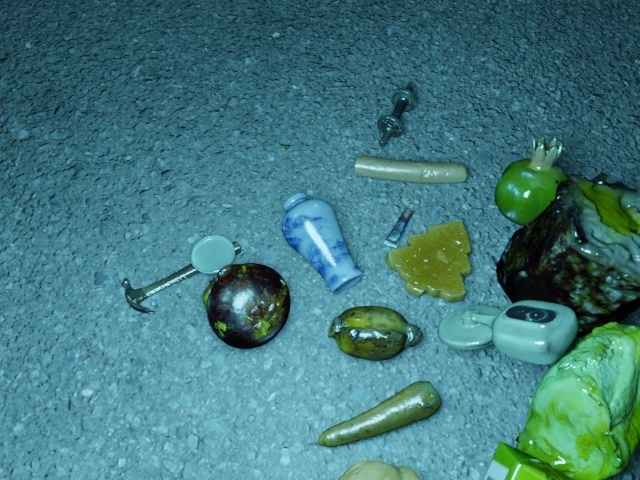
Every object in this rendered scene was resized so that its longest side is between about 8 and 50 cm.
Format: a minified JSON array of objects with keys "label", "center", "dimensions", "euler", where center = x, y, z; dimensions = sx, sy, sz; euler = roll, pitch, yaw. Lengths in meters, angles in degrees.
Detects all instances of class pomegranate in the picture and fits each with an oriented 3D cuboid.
[{"label":"pomegranate","center":[0.531,-0.145,1.372],"dimensions":[0.187,0.225,0.187],"euler":[2,34,-1]}]

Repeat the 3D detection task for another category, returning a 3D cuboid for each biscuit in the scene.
[{"label":"biscuit","center":[0.287,0.043,1.367],"dimensions":[0.212,0.041,0.238],"euler":[30,63,23]}]

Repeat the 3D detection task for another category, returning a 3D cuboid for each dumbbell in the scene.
[{"label":"dumbbell","center":[0.220,-0.363,1.584],"dimensions":[0.082,0.081,0.254],"euler":[20,62,12]}]

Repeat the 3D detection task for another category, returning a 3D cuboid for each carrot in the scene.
[{"label":"carrot","center":[0.110,0.377,1.159],"dimensions":[0.298,0.078,0.078],"euler":[-21,61,-5]}]

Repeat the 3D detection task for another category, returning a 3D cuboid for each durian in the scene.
[{"label":"durian","center":[0.543,0.314,1.092],"dimensions":[0.340,0.256,0.204],"euler":[-32,45,-25]}]

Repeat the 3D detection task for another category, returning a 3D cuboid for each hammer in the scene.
[{"label":"hammer","center":[-0.330,0.078,1.353],"dimensions":[0.297,0.027,0.125],"euler":[-28,63,-16]}]

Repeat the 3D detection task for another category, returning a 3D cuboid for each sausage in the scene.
[{"label":"sausage","center":[0.242,-0.188,1.492],"dimensions":[0.301,0.066,0.066],"euler":[4,59,5]}]

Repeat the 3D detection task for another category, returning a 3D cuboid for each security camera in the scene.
[{"label":"security camera","center":[0.380,0.176,1.177],"dimensions":[0.157,0.080,0.301],"euler":[-36,25,-34]}]

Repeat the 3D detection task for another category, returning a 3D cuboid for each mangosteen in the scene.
[{"label":"mangosteen","center":[-0.176,0.136,1.247],"dimensions":[0.192,0.192,0.217],"euler":[-42,36,-22]}]

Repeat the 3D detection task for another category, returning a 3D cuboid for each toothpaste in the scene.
[{"label":"toothpaste","center":[0.208,-0.041,1.428],"dimensions":[0.037,0.021,0.140],"euler":[24,65,16]}]

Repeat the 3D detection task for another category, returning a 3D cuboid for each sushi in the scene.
[{"label":"sushi","center":[0.583,0.040,1.211],"dimensions":[0.299,0.294,0.281],"euler":[15,50,-6]}]

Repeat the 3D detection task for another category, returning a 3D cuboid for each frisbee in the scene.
[{"label":"frisbee","center":[-0.262,0.035,1.355],"dimensions":[0.110,0.014,0.110],"euler":[-1,55,2]}]

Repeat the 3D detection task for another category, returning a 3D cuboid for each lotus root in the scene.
[{"label":"lotus root","center":[0.122,0.205,1.230],"dimensions":[0.209,0.120,0.120],"euler":[5,59,2]}]

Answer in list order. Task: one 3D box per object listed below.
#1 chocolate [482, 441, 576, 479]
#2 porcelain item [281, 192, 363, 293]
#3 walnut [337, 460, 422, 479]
[{"label":"chocolate","center":[0.395,0.560,0.965],"dimensions":[0.289,0.137,0.301],"euler":[26,81,13]},{"label":"porcelain item","center":[0.000,0.000,1.342],"dimensions":[0.141,0.141,0.259],"euler":[-29,72,-16]},{"label":"walnut","center":[0.100,0.522,0.987],"dimensions":[0.224,0.257,0.257],"euler":[41,63,-14]}]
